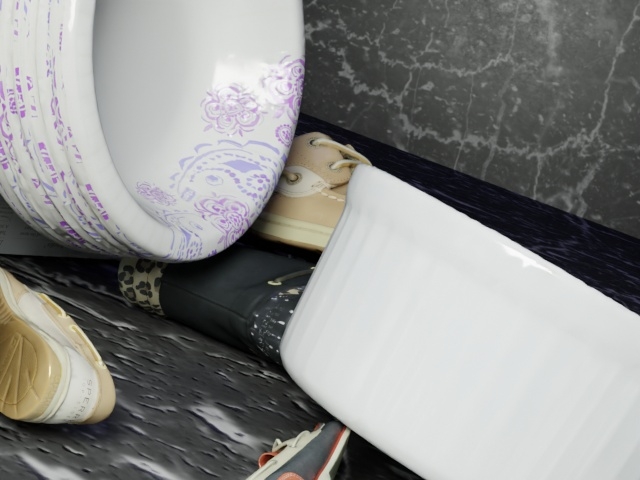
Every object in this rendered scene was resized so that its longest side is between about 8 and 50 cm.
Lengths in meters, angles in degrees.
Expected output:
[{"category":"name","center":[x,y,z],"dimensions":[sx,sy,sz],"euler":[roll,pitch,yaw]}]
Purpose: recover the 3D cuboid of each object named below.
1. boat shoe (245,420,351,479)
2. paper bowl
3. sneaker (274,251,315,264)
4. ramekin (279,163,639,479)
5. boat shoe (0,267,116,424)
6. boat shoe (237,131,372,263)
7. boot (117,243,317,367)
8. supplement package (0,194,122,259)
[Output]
[{"category":"boat shoe","center":[-0.014,0.127,0.697],"dimensions":[0.043,0.049,0.137],"euler":[19,15,7]},{"category":"paper bowl","center":[-0.137,-0.131,0.882],"dimensions":[0.148,0.284,0.284],"euler":[7,4,27]},{"category":"sneaker","center":[0.000,0.000,1.261],"dimensions":[0.121,0.099,0.262],"euler":[2,18,-46]},{"category":"ramekin","center":[0.109,0.078,0.793],"dimensions":[0.277,0.135,0.277],"euler":[31,2,-1]},{"category":"boat shoe","center":[-0.167,0.061,0.730],"dimensions":[0.059,0.063,0.170],"euler":[25,7,-37]},{"category":"boat shoe","center":[-0.012,-0.041,1.099],"dimensions":[0.341,0.110,0.122],"euler":[14,-7,33]},{"category":"boot","center":[-0.031,0.042,1.005],"dimensions":[0.179,0.085,0.236],"euler":[21,8,21]},{"category":"supplement package","center":[-0.268,-0.088,1.053],"dimensions":[0.204,0.145,0.262],"euler":[27,12,33]}]
